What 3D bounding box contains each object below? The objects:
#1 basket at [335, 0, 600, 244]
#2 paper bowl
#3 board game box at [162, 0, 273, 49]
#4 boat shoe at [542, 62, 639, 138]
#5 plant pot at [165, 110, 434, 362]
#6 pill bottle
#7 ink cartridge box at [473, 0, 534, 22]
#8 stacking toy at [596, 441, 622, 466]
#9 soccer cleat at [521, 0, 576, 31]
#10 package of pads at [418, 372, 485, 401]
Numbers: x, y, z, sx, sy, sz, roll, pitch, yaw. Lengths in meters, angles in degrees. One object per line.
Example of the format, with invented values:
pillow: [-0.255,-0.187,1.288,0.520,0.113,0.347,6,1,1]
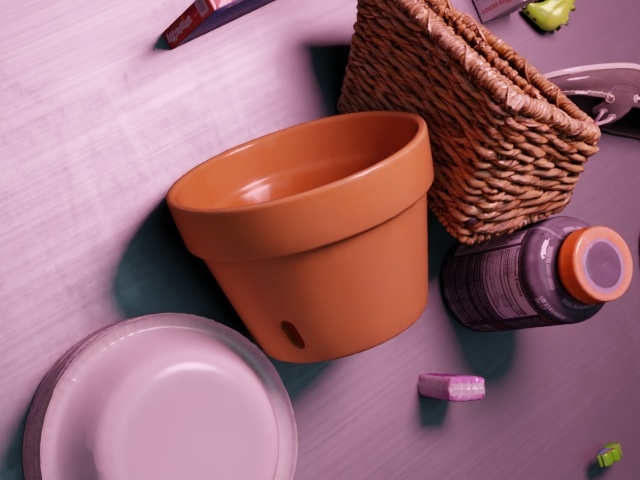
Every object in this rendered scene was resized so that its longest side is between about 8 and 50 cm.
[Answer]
basket: [0.187,-0.184,1.248,0.213,0.223,0.299,-18,50,-27]
paper bowl: [-0.157,0.217,1.129,0.284,0.148,0.284,5,79,-26]
board game box: [-0.044,-0.311,1.264,0.281,0.145,0.027,-32,98,-27]
boat shoe: [0.439,-0.184,1.510,0.335,0.112,0.096,-1,78,-30]
plant pot: [0.000,0.000,1.182,0.290,0.291,0.204,-27,111,-27]
pill bottle: [0.266,0.042,1.312,0.130,0.245,0.131,4,81,-27]
ink cartridge box: [0.239,-0.375,1.443,0.056,0.099,0.135,-26,94,-28]
stacking toy: [0.343,0.384,1.415,0.221,0.052,0.167,-23,95,-30]
soccer cleat: [0.345,-0.380,1.523,0.072,0.060,0.179,32,71,-11]
package of pads: [0.162,0.182,1.330,0.050,0.083,0.032,4,85,-23]
